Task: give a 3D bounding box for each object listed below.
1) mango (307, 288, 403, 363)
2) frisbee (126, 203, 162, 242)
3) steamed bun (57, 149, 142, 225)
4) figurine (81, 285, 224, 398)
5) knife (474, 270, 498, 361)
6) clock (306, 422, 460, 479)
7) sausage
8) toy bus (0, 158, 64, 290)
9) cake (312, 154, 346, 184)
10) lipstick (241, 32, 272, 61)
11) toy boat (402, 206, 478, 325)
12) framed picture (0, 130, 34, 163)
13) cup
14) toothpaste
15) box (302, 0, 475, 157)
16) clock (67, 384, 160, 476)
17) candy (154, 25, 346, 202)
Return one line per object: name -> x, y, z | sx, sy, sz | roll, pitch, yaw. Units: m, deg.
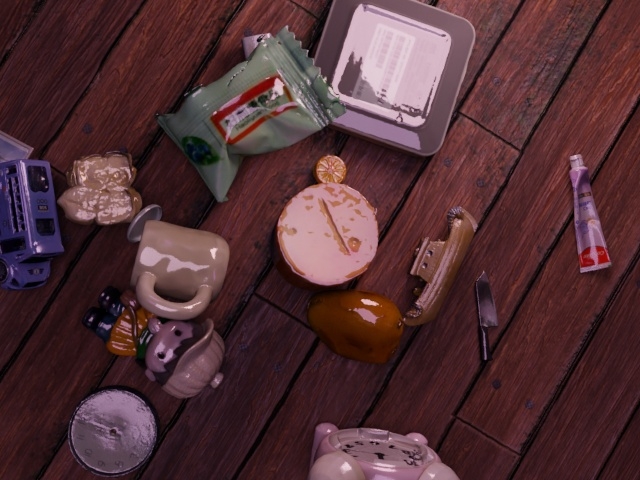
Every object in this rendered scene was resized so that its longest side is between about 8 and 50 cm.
mango -> 0.081, 0.186, 1.844 | 0.236, 0.166, 0.136 | 6, 44, 13
frisbee -> -0.418, -0.041, 1.817 | 0.014, 0.110, 0.110 | 38, 84, 13
steamed bun -> -0.520, -0.112, 1.813 | 0.192, 0.106, 0.177 | -11, 84, -7
figurine -> -0.378, 0.237, 1.799 | 0.332, 0.204, 0.185 | 22, 68, 21
knife -> 0.422, 0.191, 1.944 | 0.060, 0.028, 0.230 | -3, 85, -18
clock -> 0.130, 0.538, 1.744 | 0.342, 0.326, 0.183 | 3, 89, -6
sausage -> 0.000, 0.000, 1.772 | 0.233, 0.287, 0.233 | 1, 83, -6
toy bus -> -0.674, -0.036, 1.758 | 0.133, 0.125, 0.292 | -10, 88, 26
cake -> 0.024, -0.170, 1.901 | 0.084, 0.044, 0.084 | 0, 87, -8
lipstick -> -0.131, -0.371, 1.876 | 0.078, 0.079, 0.252 | -12, 94, -2
toy boat -> 0.279, 0.065, 1.899 | 0.122, 0.089, 0.321 | 26, 87, 1
framed picture -> -0.778, -0.209, 1.833 | 0.149, 0.011, 0.109 | 28, 85, -4
cup -> -0.318, 0.062, 1.742 | 0.202, 0.255, 0.173 | 15, 101, -13
toothpaste -> 0.681, -0.071, 1.969 | 0.075, 0.048, 0.300 | -11, 91, -11
box -> 0.170, -0.424, 1.906 | 0.373, 0.090, 0.367 | 18, 87, -4
clock -> -0.491, 0.453, 1.821 | 0.215, 0.042, 0.214 | 0, 88, -6
candy -> -0.165, -0.293, 1.790 | 0.398, 0.172, 0.262 | -34, 95, 9
